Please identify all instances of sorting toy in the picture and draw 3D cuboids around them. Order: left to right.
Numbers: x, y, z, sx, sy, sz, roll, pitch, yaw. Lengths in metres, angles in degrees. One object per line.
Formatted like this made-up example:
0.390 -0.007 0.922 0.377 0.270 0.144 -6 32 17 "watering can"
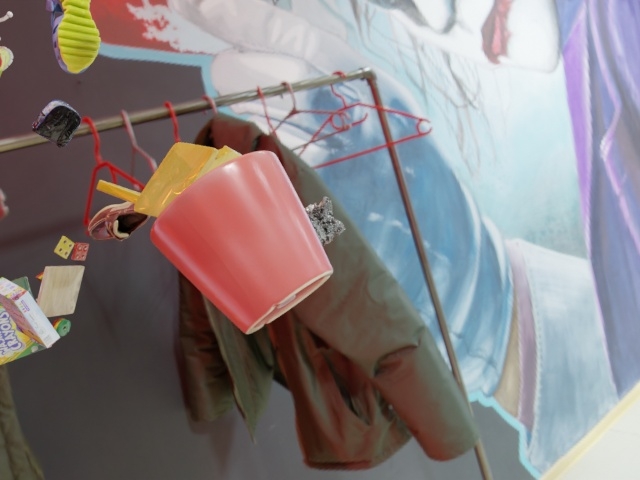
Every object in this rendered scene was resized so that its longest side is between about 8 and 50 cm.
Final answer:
-0.685 0.117 1.538 0.046 0.274 0.132 16 4 17 "sorting toy"

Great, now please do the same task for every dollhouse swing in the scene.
-0.405 -0.182 1.724 0.315 0.305 0.347 -56 -19 5 "dollhouse swing"

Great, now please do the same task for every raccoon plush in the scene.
0.000 0.000 2.261 0.299 0.216 0.446 -28 32 -14 "raccoon plush"

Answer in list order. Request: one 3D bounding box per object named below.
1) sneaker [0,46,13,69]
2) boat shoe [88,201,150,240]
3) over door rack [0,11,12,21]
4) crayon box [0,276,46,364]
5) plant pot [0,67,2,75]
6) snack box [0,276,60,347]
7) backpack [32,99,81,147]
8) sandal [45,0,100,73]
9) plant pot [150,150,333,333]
-1.045 -0.517 1.842 0.208 0.081 0.094 -54 20 5 "sneaker"
-0.778 -0.066 2.302 0.342 0.123 0.123 -19 35 20 "boat shoe"
-1.268 -0.946 2.224 0.108 0.324 0.239 -2 -13 8 "over door rack"
-0.922 0.249 1.594 0.323 0.203 0.083 -20 35 -23 "crayon box"
-0.857 -0.356 1.288 0.228 0.227 0.207 -51 0 20 "plant pot"
-0.608 0.149 1.223 0.100 0.141 0.037 16 47 32 "snack box"
-0.764 -0.347 1.724 0.114 0.105 0.084 -50 48 3 "backpack"
-0.725 -0.617 1.718 0.138 0.317 0.126 -23 -23 39 "sandal"
-0.124 0.017 1.073 0.275 0.243 0.275 -35 -8 -6 "plant pot"
